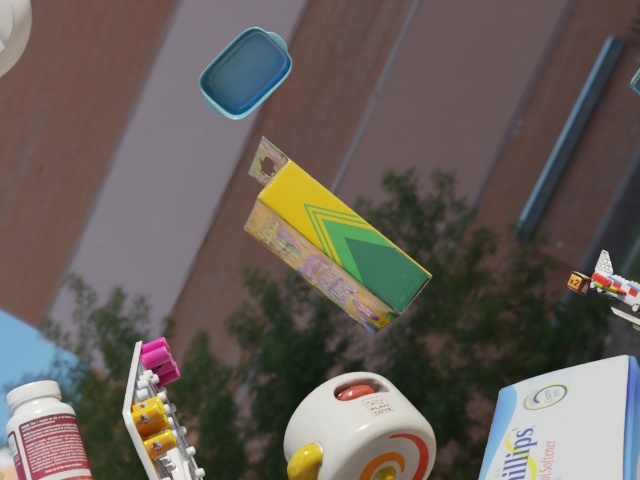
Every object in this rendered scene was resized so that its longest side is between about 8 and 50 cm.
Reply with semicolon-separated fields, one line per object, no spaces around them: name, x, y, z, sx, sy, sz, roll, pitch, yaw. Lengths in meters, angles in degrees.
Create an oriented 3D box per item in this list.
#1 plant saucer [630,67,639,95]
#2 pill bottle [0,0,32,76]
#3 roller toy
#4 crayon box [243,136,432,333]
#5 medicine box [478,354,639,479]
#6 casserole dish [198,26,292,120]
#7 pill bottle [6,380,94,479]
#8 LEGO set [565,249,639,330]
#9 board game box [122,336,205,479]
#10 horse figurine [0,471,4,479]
plant saucer;0.480;-0.158;1.672;0.018;0.192;0.067;-33;-17;-28
pill bottle;-0.464;-0.288;1.632;0.182;0.181;0.323;-64;21;3
roller toy;0.058;0.295;1.819;0.191;0.146;0.209;-46;-47;1
crayon box;0.000;0.000;1.962;0.083;0.323;0.203;-50;-1;-16
medicine box;0.264;0.300;1.196;0.289;0.149;0.263;67;-159;-15
casserole dish;-0.131;-0.300;2.301;0.188;0.114;0.037;-42;11;20
pill bottle;-0.327;0.250;1.549;0.086;0.152;0.086;-18;-20;-6
LEGO set;0.410;0.081;1.538;0.182;0.244;0.060;-31;-35;-80
board game box;-0.180;0.360;1.873;0.050;0.390;0.390;-22;11;-1
horse figurine;-0.361;0.271;1.304;0.066;0.263;0.174;-28;-37;-51
